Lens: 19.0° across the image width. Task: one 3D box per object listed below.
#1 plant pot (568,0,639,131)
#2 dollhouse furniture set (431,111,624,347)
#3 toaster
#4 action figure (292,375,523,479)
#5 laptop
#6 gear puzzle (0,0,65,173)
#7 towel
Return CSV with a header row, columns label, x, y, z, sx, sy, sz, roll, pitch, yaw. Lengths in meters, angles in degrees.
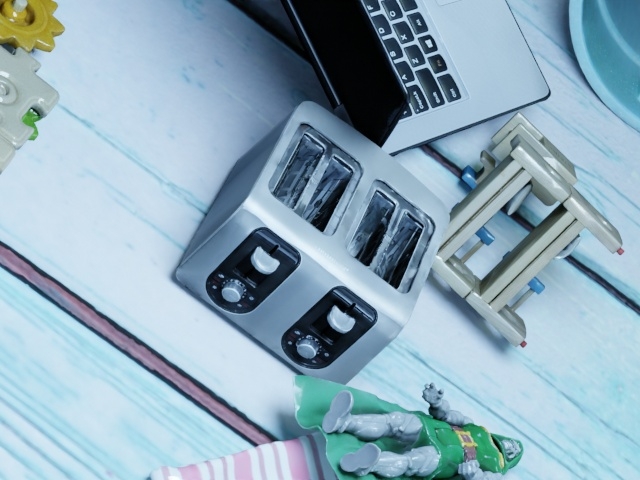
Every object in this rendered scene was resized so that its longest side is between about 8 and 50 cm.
label,x,y,z,sx,sy,sz,roll,pitch,yaw
plant pot,0.436,-0.316,1.976,0.341,0.341,0.334,33,36,-15
dollhouse furniture set,0.177,-0.012,1.697,0.129,0.129,0.184,44,13,-5
toaster,0.000,0.000,1.527,0.168,0.110,0.186,38,43,-11
action figure,0.088,0.162,1.498,0.232,0.063,0.137,13,44,-52
laptop,0.057,-0.286,1.617,0.408,0.236,0.382,-21,84,-42
gear puzzle,-0.296,-0.112,1.427,0.175,0.044,0.339,38,41,-8
towel,-0.024,0.215,1.411,0.197,0.029,0.144,-7,64,-42
